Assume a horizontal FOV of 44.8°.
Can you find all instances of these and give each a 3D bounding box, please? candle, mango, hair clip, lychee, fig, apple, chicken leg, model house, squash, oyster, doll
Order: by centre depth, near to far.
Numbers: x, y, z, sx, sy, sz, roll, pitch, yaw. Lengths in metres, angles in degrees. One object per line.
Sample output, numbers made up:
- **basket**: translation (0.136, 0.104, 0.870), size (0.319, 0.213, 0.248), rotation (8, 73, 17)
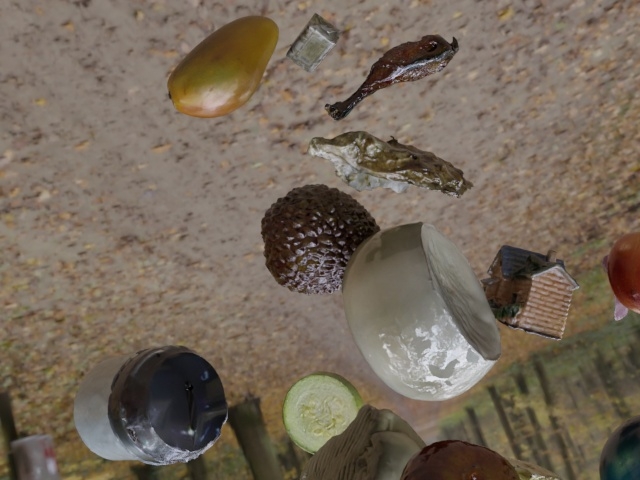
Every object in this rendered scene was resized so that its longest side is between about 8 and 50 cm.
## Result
- **fig**: translation (0.158, 0.345, 0.984), size (0.149, 0.148, 0.202), rotation (29, 108, -40)
- **apple**: translation (0.535, 0.056, 1.223), size (0.163, 0.139, 0.163), rotation (4, 173, 0)
- **doll**: translation (0.571, 0.345, 1.225), size (0.198, 0.186, 0.322), rotation (5, 132, -38)
- **chicken leg**: translation (0.121, -0.278, 1.301), size (0.253, 0.051, 0.106), rotation (-28, 164, -6)
- **oyster**: translation (0.160, -0.129, 1.378), size (0.204, 0.111, 0.396), rotation (10, -176, 32)
- **mango**: translation (-0.168, -0.320, 1.435), size (0.253, 0.138, 0.113), rotation (-46, 165, -15)
- **candle**: translation (-0.350, 0.324, 1.516), size (0.221, 0.221, 0.342), rotation (-4, 171, -43)
- **model house**: translation (0.409, 0.092, 1.522), size (0.166, 0.172, 0.183), rotation (18, 180, -8)
- **lychee**: translation (0.000, 0.000, 1.571), size (0.271, 0.236, 0.236), rotation (6, 174, 23)
- **hair clip**: translation (0.616, 0.096, 1.614), size (0.054, 0.137, 0.022), rotation (-13, -178, -34)
- **squash**: translation (0.012, 0.503, 2.247), size (0.252, 0.252, 0.049), rotation (-27, 177, 24)

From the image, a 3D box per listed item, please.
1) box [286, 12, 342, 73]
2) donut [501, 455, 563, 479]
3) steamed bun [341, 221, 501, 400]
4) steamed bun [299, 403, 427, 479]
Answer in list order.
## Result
- **box**: translation (-0.013, -0.347, 1.371), size (0.062, 0.045, 0.098), rotation (34, 143, -15)
- **donut**: translation (0.282, 0.377, 1.202), size (0.166, 0.065, 0.108), rotation (6, 179, -8)
- **steamed bun**: translation (0.166, 0.131, 1.382), size (0.206, 0.324, 0.324), rotation (-30, 161, 24)
- **steamed bun**: translation (0.104, 0.514, 1.531), size (0.324, 0.219, 0.310), rotation (-53, -167, 16)
